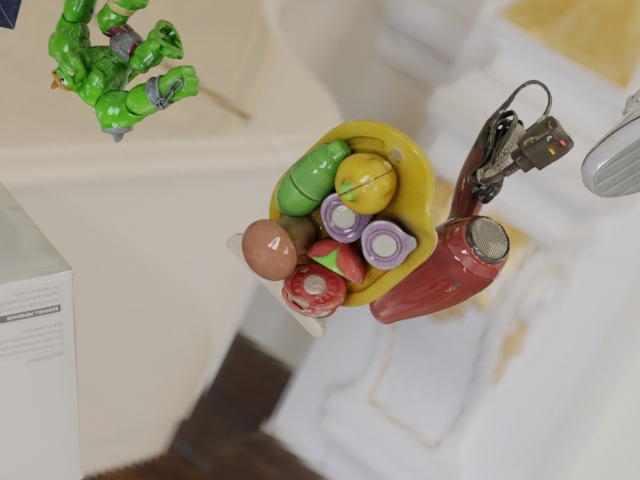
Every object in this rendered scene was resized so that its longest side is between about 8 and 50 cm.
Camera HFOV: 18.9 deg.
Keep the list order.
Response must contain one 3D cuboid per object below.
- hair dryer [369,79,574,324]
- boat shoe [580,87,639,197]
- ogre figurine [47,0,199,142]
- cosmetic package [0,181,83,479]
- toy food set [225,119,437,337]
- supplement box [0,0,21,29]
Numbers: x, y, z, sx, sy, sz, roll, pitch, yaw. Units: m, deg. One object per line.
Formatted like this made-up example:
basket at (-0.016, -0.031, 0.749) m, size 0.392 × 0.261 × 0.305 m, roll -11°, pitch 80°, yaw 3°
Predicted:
hair dryer at (0.156, -0.021, 1.951) m, size 0.080 × 0.293 × 0.223 m, roll 40°, pitch 10°, yaw -10°
boat shoe at (0.340, -0.118, 1.915) m, size 0.226 × 0.083 × 0.076 m, roll -27°, pitch 48°, yaw -20°
ogre figurine at (-0.198, -0.180, 1.856) m, size 0.197 × 0.118 × 0.097 m, roll 44°, pitch 25°, yaw 10°
cosmetic package at (-0.322, 0.091, 1.783) m, size 0.138 × 0.225 × 0.224 m, roll -11°, pitch 29°, yaw -24°
toy food set at (0.000, 0.000, 1.513) m, size 0.128 × 0.218 × 0.071 m, roll 52°, pitch 40°, yaw 6°
supplement box at (-0.298, -0.218, 1.596) m, size 0.083 × 0.056 × 0.083 m, roll 9°, pitch 15°, yaw -32°
